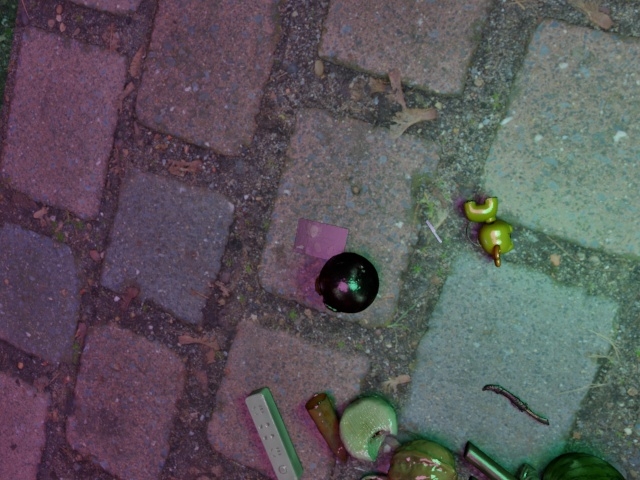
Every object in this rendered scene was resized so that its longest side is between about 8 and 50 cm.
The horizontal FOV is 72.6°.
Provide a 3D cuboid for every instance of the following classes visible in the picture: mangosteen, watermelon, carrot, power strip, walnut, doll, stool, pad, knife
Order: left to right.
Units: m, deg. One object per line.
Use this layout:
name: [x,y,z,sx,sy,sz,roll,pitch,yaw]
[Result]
power strip: [-0.173,0.757,1.660,0.091,0.062,0.386,-24,88,20]
pad: [0.000,0.000,1.567,0.189,0.004,0.128,13,99,14]
carrot: [0.036,0.689,1.578,0.101,0.102,0.263,-26,91,17]
mangosteen: [0.074,0.148,1.472,0.249,0.211,0.212,-23,89,47]
walnut: [0.337,0.767,1.446,0.244,0.198,0.198,-20,90,35]
knife: [0.379,-0.032,1.454,0.014,0.005,0.091,-36,85,17]
doll: [0.525,-0.024,1.350,0.135,0.143,0.221,-14,84,15]
stool: [0.524,0.842,1.341,0.225,0.310,0.311,18,98,14]
knife: [0.644,0.529,1.423,0.222,0.021,0.046,27,101,16]
watermelon: [0.790,0.757,1.292,0.242,0.242,0.243,2,96,16]

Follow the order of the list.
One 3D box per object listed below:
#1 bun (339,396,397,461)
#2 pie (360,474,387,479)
bun: [0.172,0.656,1.517,0.212,0.126,0.204,-22,63,11]
pie: [0.213,0.931,1.576,0.186,0.041,0.187,2,97,15]
